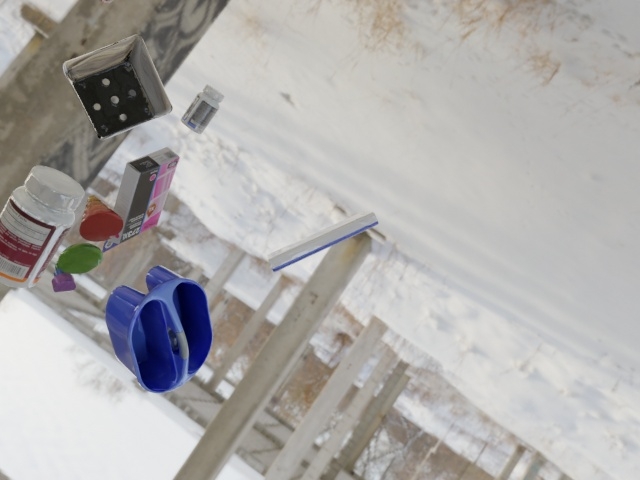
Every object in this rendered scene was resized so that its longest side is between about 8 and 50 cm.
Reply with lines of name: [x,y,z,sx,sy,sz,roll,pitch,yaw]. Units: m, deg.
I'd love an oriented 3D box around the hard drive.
hard drive: [0.000,0.000,1.904,0.210,0.319,0.040,-151,37,-84]

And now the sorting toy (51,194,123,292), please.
sorting toy: [-0.709,0.000,1.950,0.127,0.365,0.126,7,-135,-44]

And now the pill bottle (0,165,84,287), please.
pill bottle: [-1.003,-0.049,2.305,0.224,0.392,0.224,33,-167,-9]

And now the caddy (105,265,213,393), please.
caddy: [-0.403,0.235,1.709,0.179,0.241,0.341,25,133,35]

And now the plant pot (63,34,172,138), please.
plant pot: [-0.444,-0.320,1.445,0.167,0.187,0.188,-119,8,-64]

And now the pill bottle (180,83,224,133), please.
pill bottle: [-0.354,-0.397,1.994,0.078,0.137,0.078,36,-170,-7]

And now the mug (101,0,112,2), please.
mug: [-0.756,-0.836,2.127,0.169,0.113,0.150,27,-154,15]

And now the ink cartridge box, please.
ink cartridge box: [-0.560,-0.109,2.046,0.069,0.371,0.176,39,-143,11]
